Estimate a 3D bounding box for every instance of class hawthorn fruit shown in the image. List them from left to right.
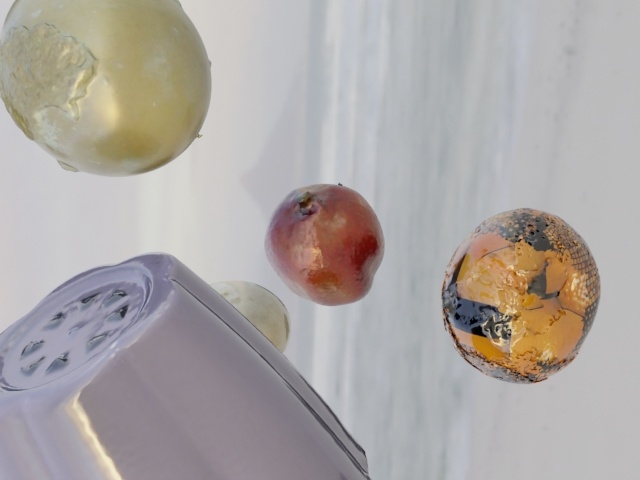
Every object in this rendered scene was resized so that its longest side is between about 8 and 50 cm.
[{"bbox_3d":[0.000,0.000,1.983,0.188,0.169,0.169,50,-145,-54],"label":"hawthorn fruit"}]

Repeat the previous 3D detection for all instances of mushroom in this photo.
[{"bbox_3d":[-0.102,0.106,1.462,0.154,0.154,0.122,-93,-8,-80],"label":"mushroom"}]

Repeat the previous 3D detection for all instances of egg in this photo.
[{"bbox_3d":[-0.173,-0.135,1.145,0.201,0.164,0.164,45,145,40],"label":"egg"}]

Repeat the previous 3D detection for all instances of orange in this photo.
[{"bbox_3d":[0.269,0.074,1.944,0.182,0.234,0.234,-1,86,53],"label":"orange"}]

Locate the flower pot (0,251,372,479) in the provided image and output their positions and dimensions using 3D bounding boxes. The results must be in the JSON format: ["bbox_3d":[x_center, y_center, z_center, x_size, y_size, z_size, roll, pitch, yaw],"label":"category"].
[{"bbox_3d":[-0.121,0.150,1.094,0.243,0.265,0.265,61,-168,-23],"label":"flower pot"}]
